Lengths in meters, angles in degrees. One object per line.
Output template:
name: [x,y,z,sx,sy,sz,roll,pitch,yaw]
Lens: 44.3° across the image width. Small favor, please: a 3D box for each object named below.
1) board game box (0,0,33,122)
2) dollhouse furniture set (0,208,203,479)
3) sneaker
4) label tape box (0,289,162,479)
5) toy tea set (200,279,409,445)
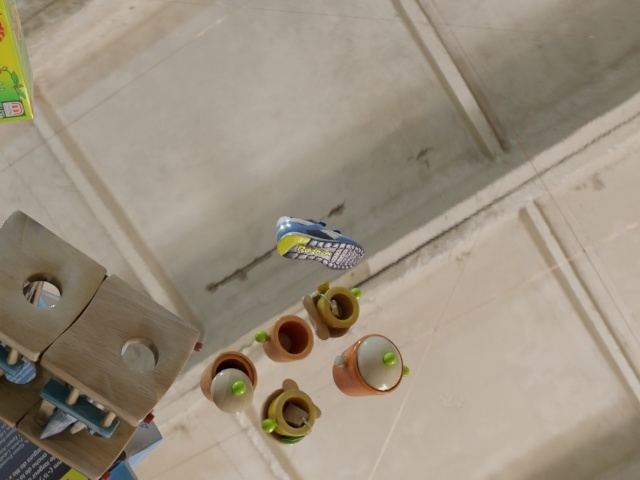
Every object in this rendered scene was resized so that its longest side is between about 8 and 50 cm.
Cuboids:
board game box: [-0.323,-0.217,0.772,0.043,0.092,0.181,-9,-47,-12]
dollhouse furniture set: [-0.178,0.110,0.433,0.129,0.183,0.129,34,-39,-4]
sneaker: [0.000,0.000,1.098,0.144,0.059,0.053,18,-58,-33]
label tape box: [-0.325,0.262,0.916,0.249,0.115,0.347,-44,-122,3]
toy tea set: [-0.012,0.187,1.179,0.124,0.336,0.200,-34,-95,52]
